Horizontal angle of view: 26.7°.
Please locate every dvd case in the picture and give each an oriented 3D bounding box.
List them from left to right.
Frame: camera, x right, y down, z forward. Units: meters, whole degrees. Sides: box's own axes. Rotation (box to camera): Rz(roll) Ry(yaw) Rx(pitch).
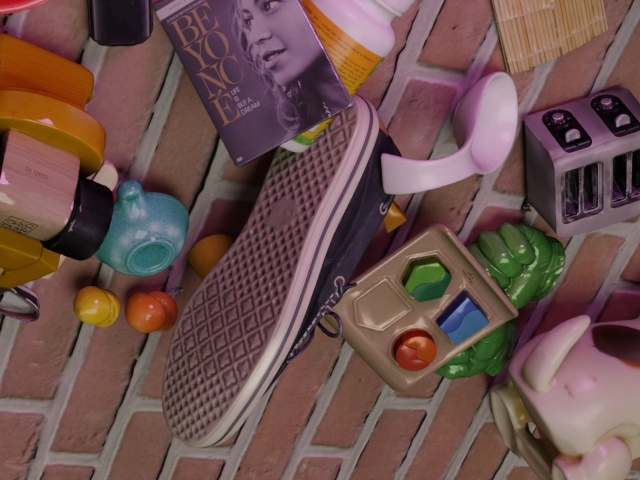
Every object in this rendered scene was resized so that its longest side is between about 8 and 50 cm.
[{"bbox_3d":[-0.081,-0.220,1.593,0.164,0.018,0.221,-27,90,18],"label":"dvd case"}]

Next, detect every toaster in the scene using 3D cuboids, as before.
[{"bbox_3d":[0.381,-0.105,1.923,0.168,0.110,0.186,-16,130,-9],"label":"toaster"}]

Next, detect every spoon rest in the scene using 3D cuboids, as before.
[{"bbox_3d":[0.192,-0.130,1.777,0.276,0.084,0.137,-34,128,-41],"label":"spoon rest"}]

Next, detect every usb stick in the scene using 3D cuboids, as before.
[{"bbox_3d":[-0.232,-0.347,1.532,0.077,0.045,0.278,-5,127,-11],"label":"usb stick"}]

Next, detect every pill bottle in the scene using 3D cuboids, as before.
[{"bbox_3d":[0.004,-0.240,1.649,0.136,0.136,0.246,29,110,-36],"label":"pill bottle"}]

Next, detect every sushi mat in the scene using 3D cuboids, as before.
[{"bbox_3d":[0.283,-0.368,1.745,0.151,0.019,0.317,-25,131,-5],"label":"sushi mat"}]

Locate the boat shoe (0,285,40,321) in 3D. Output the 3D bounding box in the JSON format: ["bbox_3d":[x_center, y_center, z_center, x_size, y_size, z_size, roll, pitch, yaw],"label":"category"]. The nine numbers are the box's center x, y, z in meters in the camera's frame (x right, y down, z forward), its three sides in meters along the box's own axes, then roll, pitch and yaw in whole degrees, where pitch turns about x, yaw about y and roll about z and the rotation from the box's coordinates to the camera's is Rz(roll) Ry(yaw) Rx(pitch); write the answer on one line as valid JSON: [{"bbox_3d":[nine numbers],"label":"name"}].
[{"bbox_3d":[-0.424,0.073,1.771,0.125,0.038,0.046,32,109,-37],"label":"boat shoe"}]

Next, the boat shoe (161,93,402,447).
[{"bbox_3d":[-0.039,0.050,1.753,0.156,0.186,0.500,32,83,-47],"label":"boat shoe"}]

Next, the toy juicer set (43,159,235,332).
[{"bbox_3d":[-0.263,0.014,1.762,0.209,0.089,0.329,-37,141,11],"label":"toy juicer set"}]

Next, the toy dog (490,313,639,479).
[{"bbox_3d":[0.490,0.200,2.113,0.407,0.284,0.395,-26,124,-11],"label":"toy dog"}]

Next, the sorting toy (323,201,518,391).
[{"bbox_3d":[0.113,0.074,1.909,0.229,0.041,0.307,-34,121,15],"label":"sorting toy"}]

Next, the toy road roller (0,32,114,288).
[{"bbox_3d":[-0.383,-0.092,1.595,0.202,0.241,0.329,23,151,-34],"label":"toy road roller"}]

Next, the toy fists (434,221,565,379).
[{"bbox_3d":[0.252,0.096,2.031,0.142,0.096,0.279,12,121,-27],"label":"toy fists"}]

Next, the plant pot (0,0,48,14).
[{"bbox_3d":[-0.346,-0.394,1.319,0.274,0.243,0.275,-12,128,-15],"label":"plant pot"}]
